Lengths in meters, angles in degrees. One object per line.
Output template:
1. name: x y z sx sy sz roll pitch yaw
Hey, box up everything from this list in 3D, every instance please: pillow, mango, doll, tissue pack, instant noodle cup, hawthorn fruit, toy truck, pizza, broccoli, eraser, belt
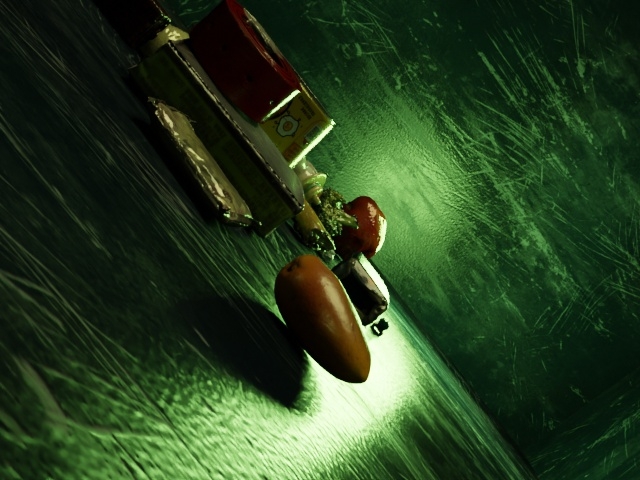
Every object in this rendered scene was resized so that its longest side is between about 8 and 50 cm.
1. pillow: -0.202 -0.120 1.416 0.255 0.059 0.169 55 6 12
2. mango: 0.004 0.128 1.331 0.217 0.102 0.141 56 -18 7
3. doll: -0.090 -0.224 2.621 0.208 0.144 0.271 64 -12 -26
4. tissue pack: -0.191 -0.206 1.698 0.394 0.124 0.288 51 7 -10
5. instant noodle cup: -0.137 -0.286 2.000 0.325 0.254 0.325 51 4 -6
6. hawthorn fruit: 0.112 -0.008 2.744 0.207 0.207 0.243 44 35 -57
7. toy truck: 0.165 0.227 2.312 0.039 0.044 0.083 56 6 5
8. pizza: -0.022 -0.022 2.247 0.194 0.069 0.154 56 1 -45
9. broccoli: 0.041 -0.079 2.631 0.160 0.154 0.167 14 6 -10
10. eraser: 0.097 0.116 2.155 0.155 0.101 0.332 53 6 0
11. belt: -0.151 -0.363 1.745 0.227 0.115 0.324 45 13 -31

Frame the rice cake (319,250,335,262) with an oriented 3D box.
1. rice cake: 0.000 0.000 2.453 0.043 0.034 0.211 40 11 -26

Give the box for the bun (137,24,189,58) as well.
1. bun: -0.348 -0.446 2.021 0.164 0.111 0.188 51 8 16

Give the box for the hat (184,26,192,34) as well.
1. hat: -0.263 -0.397 2.157 0.257 0.257 0.130 49 46 -30

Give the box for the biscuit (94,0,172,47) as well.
1. biscuit: -0.483 -0.599 1.892 0.388 0.107 0.073 52 6 -2
